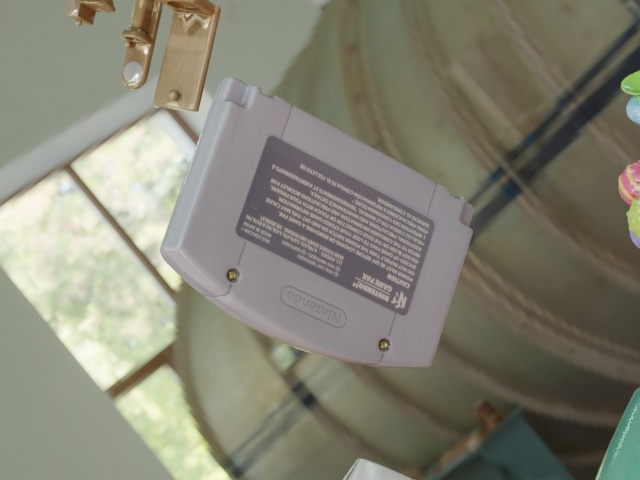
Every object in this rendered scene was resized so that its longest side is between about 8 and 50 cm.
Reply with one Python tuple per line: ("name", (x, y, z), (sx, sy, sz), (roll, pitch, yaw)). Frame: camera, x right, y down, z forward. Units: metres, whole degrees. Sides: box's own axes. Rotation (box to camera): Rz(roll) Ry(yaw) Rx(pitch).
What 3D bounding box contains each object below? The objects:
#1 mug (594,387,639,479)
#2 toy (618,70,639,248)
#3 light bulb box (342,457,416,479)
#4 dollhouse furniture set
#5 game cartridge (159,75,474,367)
("mug", (0.220, 0.157, 0.883), (0.129, 0.158, 0.097), (15, 75, 47))
("toy", (0.302, -0.045, 1.463), (0.056, 0.237, 0.137), (-8, 32, 8))
("light bulb box", (0.106, 0.403, 1.078), (0.225, 0.361, 0.358), (-45, -25, -61))
("dollhouse furniture set", (-0.217, -0.226, 1.760), (0.151, 0.144, 0.123), (25, -104, -65))
("game cartridge", (0.000, 0.000, 1.470), (0.062, 0.297, 0.198), (4, 70, 58))
